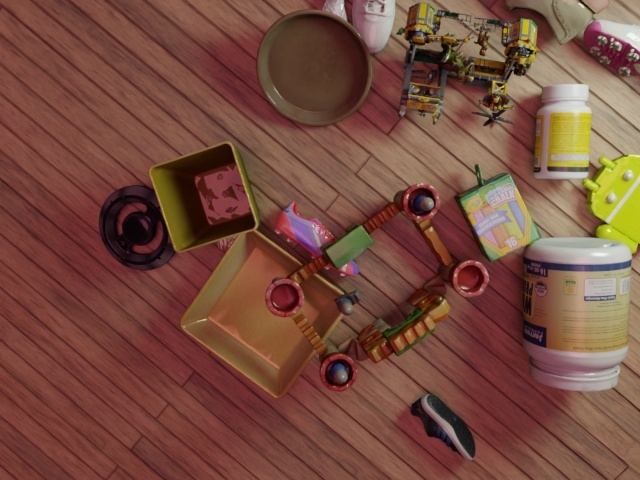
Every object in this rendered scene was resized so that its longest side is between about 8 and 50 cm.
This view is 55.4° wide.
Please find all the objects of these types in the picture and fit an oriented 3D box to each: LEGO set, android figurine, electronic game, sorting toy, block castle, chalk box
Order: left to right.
[{"bbox_3d":[-0.477,-0.031,1.604,0.229,0.048,0.229,3,105,12],"label":"electronic game"},{"bbox_3d":[-0.237,0.007,1.594,0.062,0.012,0.083,-4,94,4],"label":"sorting toy"},{"bbox_3d":[0.127,0.107,1.395,0.453,0.213,0.303,-35,98,-4],"label":"block castle"},{"bbox_3d":[0.308,-0.360,1.344,0.331,0.255,0.192,12,72,-5],"label":"LEGO set"},{"bbox_3d":[0.401,-0.077,1.434,0.132,0.132,0.213,-27,92,10],"label":"chalk box"},{"bbox_3d":[0.745,-0.092,1.423,0.272,0.056,0.248,35,101,0],"label":"android figurine"}]

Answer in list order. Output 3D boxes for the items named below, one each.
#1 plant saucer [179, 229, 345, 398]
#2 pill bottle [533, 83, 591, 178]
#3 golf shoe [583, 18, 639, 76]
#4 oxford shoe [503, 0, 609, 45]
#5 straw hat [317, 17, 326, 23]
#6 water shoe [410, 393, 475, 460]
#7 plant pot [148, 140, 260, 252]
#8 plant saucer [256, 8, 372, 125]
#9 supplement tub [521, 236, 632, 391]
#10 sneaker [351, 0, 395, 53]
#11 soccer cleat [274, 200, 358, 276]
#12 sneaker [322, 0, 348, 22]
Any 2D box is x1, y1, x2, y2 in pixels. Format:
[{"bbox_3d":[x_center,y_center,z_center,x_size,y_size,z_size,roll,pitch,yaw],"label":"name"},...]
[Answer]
[{"bbox_3d":[-0.140,0.180,1.570,0.332,0.081,0.333,36,101,1],"label":"plant saucer"},{"bbox_3d":[0.554,-0.246,1.395,0.119,0.119,0.209,1,98,8],"label":"pill bottle"},{"bbox_3d":[0.744,-0.434,1.362,0.306,0.115,0.140,26,85,2],"label":"golf shoe"},{"bbox_3d":[0.441,-0.601,1.359,0.397,0.140,0.146,45,121,9],"label":"oxford shoe"},{"bbox_3d":[-0.027,-0.506,1.469,0.144,0.144,0.061,9,56,7],"label":"straw hat"},{"bbox_3d":[0.315,0.481,1.562,0.080,0.073,0.203,-37,92,37],"label":"water shoe"},{"bbox_3d":[-0.258,-0.110,1.493,0.212,0.187,0.212,-16,95,10],"label":"plant pot"},{"bbox_3d":[-0.014,-0.407,1.446,0.277,0.041,0.278,5,124,7],"label":"plant saucer"},{"bbox_3d":[0.579,0.160,1.390,0.228,0.228,0.316,0,97,8],"label":"supplement tub"},{"bbox_3d":[0.126,-0.585,1.386,0.108,0.169,0.293,8,100,5],"label":"sneaker"},{"bbox_3d":[0.000,0.000,1.529,0.248,0.083,0.095,33,96,5],"label":"soccer cleat"},{"bbox_3d":[0.032,-0.568,1.460,0.061,0.053,0.152,-4,97,11],"label":"sneaker"}]
